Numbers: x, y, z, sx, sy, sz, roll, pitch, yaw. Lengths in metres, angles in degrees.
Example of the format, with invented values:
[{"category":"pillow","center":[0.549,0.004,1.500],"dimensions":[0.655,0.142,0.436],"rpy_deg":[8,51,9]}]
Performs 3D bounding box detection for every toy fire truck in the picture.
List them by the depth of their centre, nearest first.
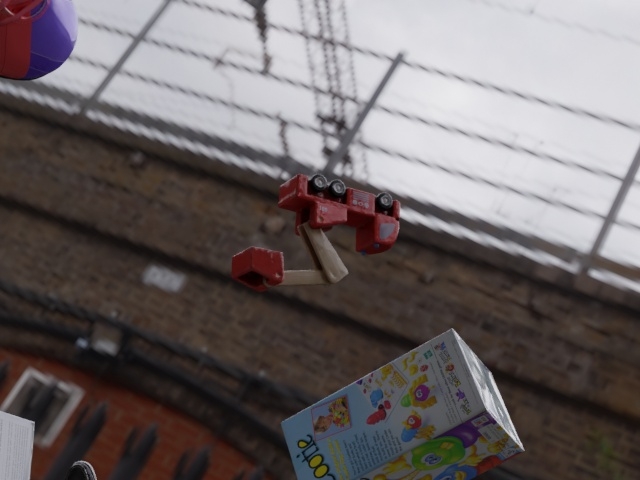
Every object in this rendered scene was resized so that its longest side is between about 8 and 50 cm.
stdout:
[{"category":"toy fire truck","center":[0.000,0.000,1.619],"dimensions":[0.192,0.135,0.047],"rpy_deg":[15,-23,-27]}]

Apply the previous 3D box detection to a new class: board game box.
[{"category":"board game box","center":[0.110,0.268,2.002],"dimensions":[0.275,0.144,0.142],"rpy_deg":[-29,-41,12]}]

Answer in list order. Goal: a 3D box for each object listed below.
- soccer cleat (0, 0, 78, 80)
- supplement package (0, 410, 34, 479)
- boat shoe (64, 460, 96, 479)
[{"category":"soccer cleat","center":[-0.235,-0.204,0.957],"dimensions":[0.116,0.108,0.318],"rpy_deg":[12,-24,31]},{"category":"supplement package","center":[-0.485,0.324,1.763],"dimensions":[0.262,0.204,0.145],"rpy_deg":[-24,-36,36]},{"category":"boat shoe","center":[-0.305,0.333,1.802],"dimensions":[0.046,0.125,0.038],"rpy_deg":[9,-6,18]}]
